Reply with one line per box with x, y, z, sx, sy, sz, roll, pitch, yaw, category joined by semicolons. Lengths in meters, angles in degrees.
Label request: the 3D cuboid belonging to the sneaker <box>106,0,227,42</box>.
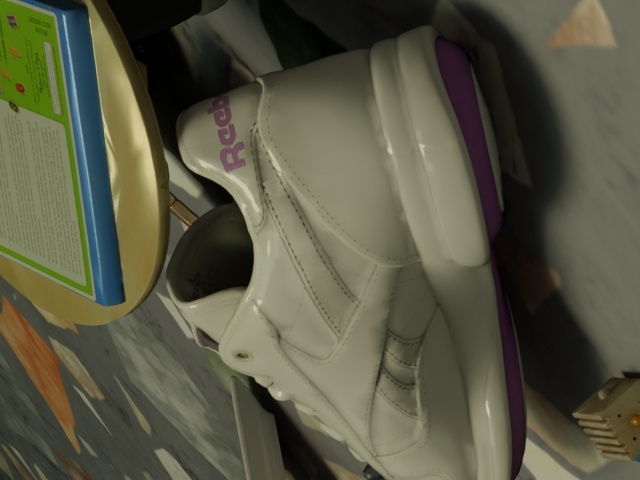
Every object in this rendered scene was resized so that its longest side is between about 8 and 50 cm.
-0.173;-0.207;0.911;0.295;0.147;0.104;61;162;-18;sneaker

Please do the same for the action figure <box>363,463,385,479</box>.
0.097;0.320;1.181;0.341;0.178;0.330;50;172;21;action figure

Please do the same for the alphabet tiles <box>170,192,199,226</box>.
-0.080;-0.016;1.100;0.198;0.009;0.237;41;177;10;alphabet tiles

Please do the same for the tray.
-0.027;0.244;1.390;0.145;0.030;0.270;82;176;-63;tray

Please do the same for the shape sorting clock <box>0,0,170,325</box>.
-0.133;-0.059;0.840;0.206;0.040;0.206;27;132;34;shape sorting clock

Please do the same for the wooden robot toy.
0.157;0.152;0.867;0.076;0.079;0.173;21;144;58;wooden robot toy

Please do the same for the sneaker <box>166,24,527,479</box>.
0.015;0.033;0.869;0.114;0.152;0.305;-98;-4;-49;sneaker

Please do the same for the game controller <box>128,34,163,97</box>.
-0.204;-0.203;1.122;0.319;0.067;0.166;57;161;-9;game controller
